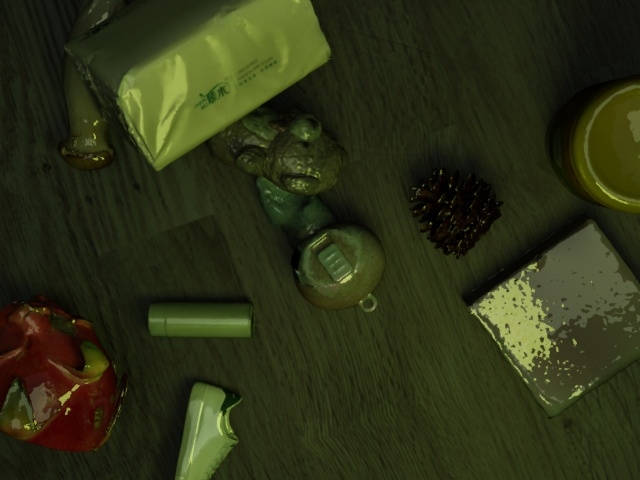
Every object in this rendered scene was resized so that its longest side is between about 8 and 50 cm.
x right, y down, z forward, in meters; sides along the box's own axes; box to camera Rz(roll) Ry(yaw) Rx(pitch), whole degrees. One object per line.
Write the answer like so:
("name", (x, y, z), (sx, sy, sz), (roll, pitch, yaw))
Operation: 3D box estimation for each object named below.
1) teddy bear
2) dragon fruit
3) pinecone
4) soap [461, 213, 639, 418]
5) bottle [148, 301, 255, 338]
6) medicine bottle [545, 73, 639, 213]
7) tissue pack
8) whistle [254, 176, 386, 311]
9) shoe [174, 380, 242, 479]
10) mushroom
("teddy bear", (-0.086, -0.178, 1.881), (0.267, 0.236, 0.151), (21, 126, 21))
("dragon fruit", (-0.501, 0.236, 1.906), (0.306, 0.305, 0.225), (22, 94, 0))
("pinecone", (0.245, -0.063, 1.910), (0.165, 0.163, 0.163), (38, 97, 12))
("soap", (0.470, 0.145, 1.939), (0.296, 0.107, 0.285), (-35, 93, 6))
("bottle", (-0.232, 0.155, 1.990), (0.202, 0.072, 0.072), (0, 96, 3))
("medicine bottle", (0.513, -0.167, 1.762), (0.225, 0.384, 0.224), (0, 97, 3))
("tissue pack", (-0.216, -0.327, 1.768), (0.380, 0.297, 0.207), (-36, 129, -13))
("whistle", (0.000, 0.000, 1.940), (0.189, 0.189, 0.347), (-39, 73, 6))
("shoe", (-0.220, 0.415, 2.008), (0.110, 0.095, 0.264), (7, 94, 1))
("mushroom", (-0.425, -0.304, 1.919), (0.128, 0.128, 0.350), (11, 106, 1))
